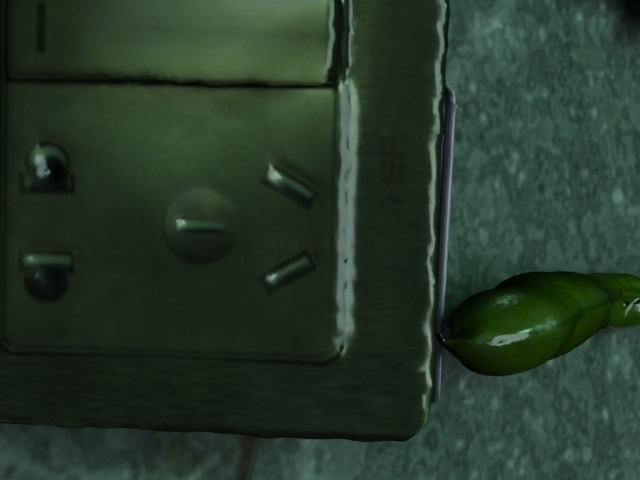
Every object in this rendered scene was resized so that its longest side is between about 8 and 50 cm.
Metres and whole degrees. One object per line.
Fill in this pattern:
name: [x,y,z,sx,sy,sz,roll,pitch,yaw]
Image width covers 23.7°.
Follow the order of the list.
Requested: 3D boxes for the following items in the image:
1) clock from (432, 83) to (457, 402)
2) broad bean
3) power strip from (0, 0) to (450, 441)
clock: [0.000,0.000,0.856,0.147,0.071,0.192,1,92,-41]
broad bean: [0.164,0.044,0.966,0.318,0.098,0.056,-5,92,-49]
power strip: [-0.068,-0.038,0.736,0.092,0.257,0.251,-61,154,-79]
